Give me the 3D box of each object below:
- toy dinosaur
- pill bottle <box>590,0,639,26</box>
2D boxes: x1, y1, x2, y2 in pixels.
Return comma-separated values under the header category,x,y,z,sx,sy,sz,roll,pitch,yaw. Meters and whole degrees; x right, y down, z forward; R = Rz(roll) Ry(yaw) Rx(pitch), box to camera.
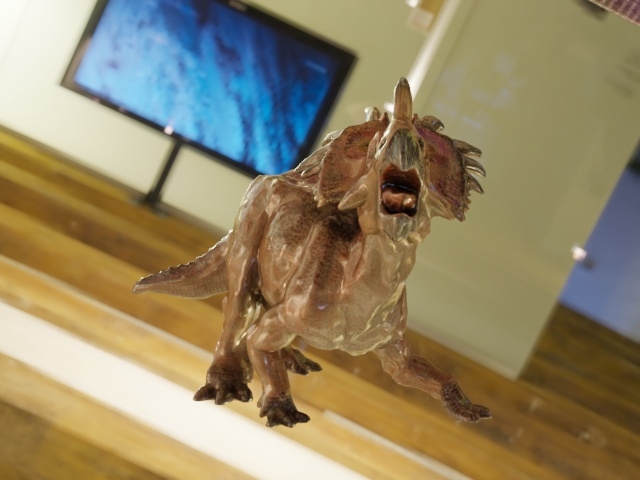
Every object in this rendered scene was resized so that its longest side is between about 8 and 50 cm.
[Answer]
category,x,y,z,sx,sy,sz,roll,pitch,yaw
toy dinosaur,0.000,0.000,0.830,0.127,0.200,0.296,-6,-170,-37
pill bottle,0.204,-0.180,0.817,0.193,0.108,0.108,28,-172,3
